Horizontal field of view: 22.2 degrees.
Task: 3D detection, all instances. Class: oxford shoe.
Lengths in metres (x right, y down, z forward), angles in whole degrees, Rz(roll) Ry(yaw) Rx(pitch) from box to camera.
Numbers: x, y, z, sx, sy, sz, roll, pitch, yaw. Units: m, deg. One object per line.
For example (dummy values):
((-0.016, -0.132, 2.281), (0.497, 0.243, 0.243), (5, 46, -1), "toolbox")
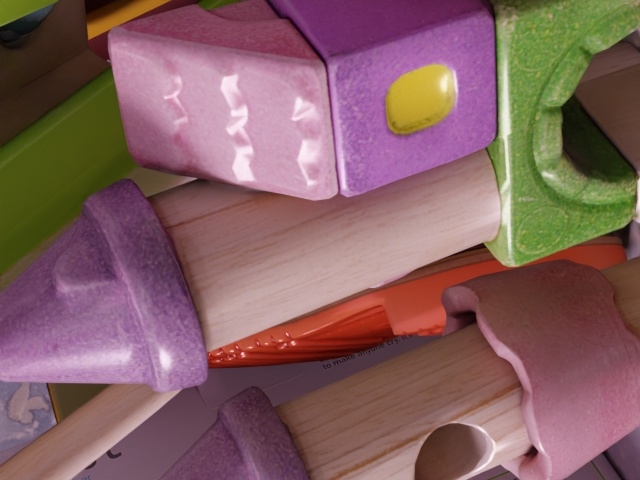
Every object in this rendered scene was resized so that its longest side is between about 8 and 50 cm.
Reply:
((0.000, 0.000, 0.694), (0.097, 0.271, 0.098), (4, -104, -59), "oxford shoe")

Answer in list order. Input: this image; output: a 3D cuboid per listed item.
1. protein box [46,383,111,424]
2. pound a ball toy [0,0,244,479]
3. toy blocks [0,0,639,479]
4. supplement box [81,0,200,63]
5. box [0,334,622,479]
((-0.048, 0.114, 0.958), (0.136, 0.201, 0.199), (92, 160, -56), "protein box")
((-0.118, -0.026, 0.535), (0.319, 0.136, 0.208), (-50, -38, -61), "pound a ball toy")
((0.036, -0.020, 0.394), (0.309, 0.260, 0.288), (-125, 21, -44), "toy blocks")
((-0.104, -0.130, 0.796), (0.194, 0.191, 0.129), (58, -173, -74), "supplement box")
((0.008, 0.167, 0.748), (0.126, 0.262, 0.231), (86, 158, -48), "box")
